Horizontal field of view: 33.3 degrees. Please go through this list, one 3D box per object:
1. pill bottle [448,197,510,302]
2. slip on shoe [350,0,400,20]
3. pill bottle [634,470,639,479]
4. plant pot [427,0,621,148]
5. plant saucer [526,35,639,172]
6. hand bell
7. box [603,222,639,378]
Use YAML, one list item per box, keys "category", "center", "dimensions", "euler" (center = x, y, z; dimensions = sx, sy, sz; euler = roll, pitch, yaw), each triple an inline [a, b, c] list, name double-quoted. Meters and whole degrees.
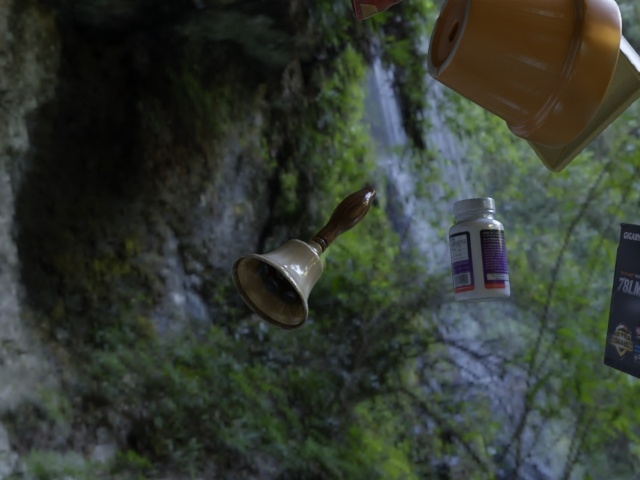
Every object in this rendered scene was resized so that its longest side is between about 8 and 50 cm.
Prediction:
- category: "pill bottle"
  center: [0.305, 0.020, 2.074]
  dimensions: [0.108, 0.194, 0.108]
  euler: [-4, -9, -1]
- category: "slip on shoe"
  center: [-0.017, -0.423, 1.388]
  dimensions: [0.101, 0.331, 0.123]
  euler: [-42, 6, 5]
- category: "pill bottle"
  center: [0.533, 0.386, 1.504]
  dimensions: [0.103, 0.184, 0.103]
  euler: [-50, 4, 4]
- category: "plant pot"
  center: [0.245, -0.241, 1.361]
  dimensions: [0.187, 0.205, 0.205]
  euler: [15, -16, -13]
- category: "plant saucer"
  center: [0.428, -0.335, 1.943]
  dimensions: [0.081, 0.333, 0.333]
  euler: [-29, -12, -27]
- category: "hand bell"
  center: [0.000, 0.000, 1.481]
  dimensions: [0.242, 0.126, 0.126]
  euler: [-46, 13, -34]
- category: "box"
  center: [0.649, 0.121, 2.036]
  dimensions: [0.073, 0.293, 0.295]
  euler: [3, 5, -12]
